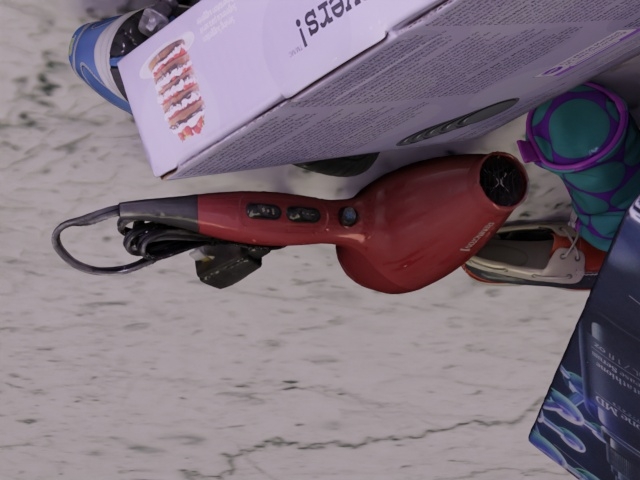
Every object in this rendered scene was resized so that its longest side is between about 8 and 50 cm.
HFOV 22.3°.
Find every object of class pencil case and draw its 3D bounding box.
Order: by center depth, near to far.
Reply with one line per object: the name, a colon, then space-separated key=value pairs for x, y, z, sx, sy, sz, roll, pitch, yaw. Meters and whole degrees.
pencil case: x=0.175 y=-0.042 z=1.021 sx=0.070 sy=0.064 sz=0.152 roll=-24 pitch=151 yaw=12

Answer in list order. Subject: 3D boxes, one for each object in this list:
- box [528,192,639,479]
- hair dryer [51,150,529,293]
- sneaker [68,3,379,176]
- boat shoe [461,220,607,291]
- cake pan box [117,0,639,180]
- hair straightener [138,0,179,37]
box: x=0.318 y=0.075 z=0.952 sx=0.293 sy=0.212 sz=0.395 roll=37 pitch=162 yaw=15
hair dryer: x=0.000 y=0.000 z=1.043 sx=0.293 sy=0.080 sz=0.223 roll=-15 pitch=172 yaw=23
sneaker: x=-0.046 y=-0.090 z=0.918 sx=0.211 sy=0.080 sz=0.081 roll=18 pitch=177 yaw=-41
boat shoe: x=0.166 y=0.008 z=1.165 sx=0.137 sy=0.049 sz=0.043 roll=-2 pitch=155 yaw=16
cake pan box: x=0.080 y=-0.111 z=0.734 sx=0.245 sy=0.070 sz=0.267 roll=-14 pitch=170 yaw=-45
hair straightener: x=-0.077 y=-0.141 z=0.753 sx=0.230 sy=0.089 sz=0.047 roll=17 pitch=153 yaw=-34
